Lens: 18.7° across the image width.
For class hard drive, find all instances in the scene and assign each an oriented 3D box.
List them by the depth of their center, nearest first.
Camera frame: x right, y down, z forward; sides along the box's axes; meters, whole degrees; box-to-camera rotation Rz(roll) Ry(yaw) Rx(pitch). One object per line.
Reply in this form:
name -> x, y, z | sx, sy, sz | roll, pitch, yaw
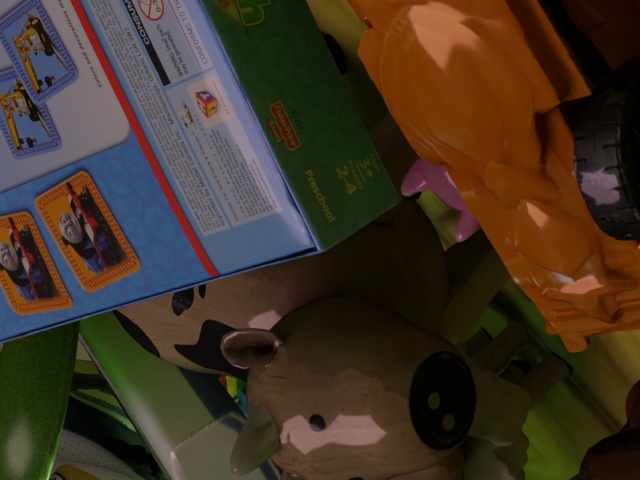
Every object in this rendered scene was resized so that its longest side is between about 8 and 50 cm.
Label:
hard drive -> -0.078, 0.085, 1.000 | 0.319, 0.040, 0.210 | 47, 166, 53

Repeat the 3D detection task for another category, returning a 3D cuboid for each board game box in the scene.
board game box -> -0.088, -0.054, 0.577 | 0.211, 0.039, 0.160 | -17, 101, 49

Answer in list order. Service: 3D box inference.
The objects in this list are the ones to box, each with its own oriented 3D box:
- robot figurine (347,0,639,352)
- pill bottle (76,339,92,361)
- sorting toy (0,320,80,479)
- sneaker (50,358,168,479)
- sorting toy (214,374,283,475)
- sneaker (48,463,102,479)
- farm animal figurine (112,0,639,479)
robot figurine -> 0.060, -0.102, 0.447 | 0.211, 0.085, 0.291 | -8, 125, 39
pill bottle -> -0.181, 0.194, 1.481 | 0.153, 0.153, 0.265 | 36, 157, 32
sorting toy -> -0.170, 0.028, 0.859 | 0.126, 0.366, 0.127 | 11, -166, -15
sneaker -> -0.124, 0.176, 1.195 | 0.323, 0.130, 0.236 | 34, -169, -49
sorting toy -> -0.023, 0.111, 1.147 | 0.274, 0.046, 0.132 | 41, 160, 17
sneaker -> -0.078, 0.197, 1.028 | 0.088, 0.093, 0.225 | 15, 159, 50
farm animal figurine -> 0.000, 0.000, 0.688 | 0.330, 0.172, 0.326 | 52, 161, -12
